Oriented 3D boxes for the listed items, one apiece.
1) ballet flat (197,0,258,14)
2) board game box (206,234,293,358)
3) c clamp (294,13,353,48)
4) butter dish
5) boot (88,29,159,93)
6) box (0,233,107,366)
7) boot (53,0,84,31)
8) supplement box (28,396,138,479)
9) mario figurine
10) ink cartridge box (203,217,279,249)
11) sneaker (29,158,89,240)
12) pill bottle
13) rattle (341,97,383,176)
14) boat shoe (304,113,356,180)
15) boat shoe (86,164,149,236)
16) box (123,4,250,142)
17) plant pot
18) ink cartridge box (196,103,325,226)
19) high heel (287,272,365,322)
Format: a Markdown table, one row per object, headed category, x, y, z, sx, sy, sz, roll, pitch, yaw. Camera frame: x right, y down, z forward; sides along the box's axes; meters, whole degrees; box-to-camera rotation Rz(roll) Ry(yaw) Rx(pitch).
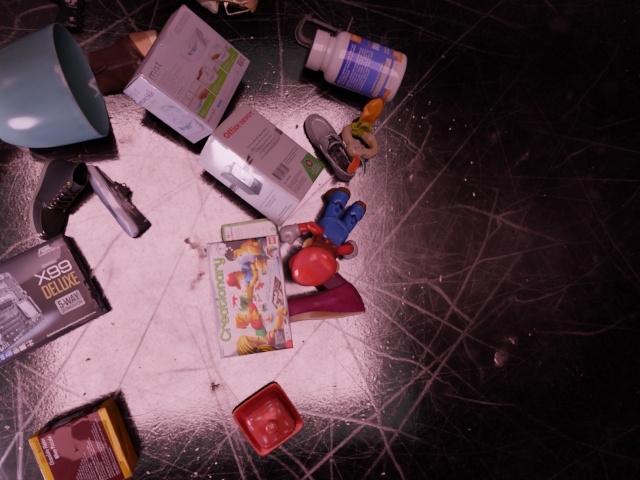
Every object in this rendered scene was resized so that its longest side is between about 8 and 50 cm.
| category | x | y | z | sx | sy | sz | roll | pitch | yaw |
| --- | --- | --- | --- | --- | --- | --- | --- | --- | --- |
| ballet flat | -0.284 | -0.690 | 1.649 | 0.206 | 0.073 | 0.067 | 1 | 101 | -7 |
| board game box | -0.187 | 0.146 | 1.506 | 0.193 | 0.053 | 0.305 | -8 | 86 | -8 |
| c clamp | 0.007 | -0.634 | 1.725 | 0.161 | 0.022 | 0.137 | 15 | 89 | -11 |
| butter dish | -0.139 | 0.506 | 1.582 | 0.160 | 0.118 | 0.160 | -34 | 93 | -11 |
| boot | -0.512 | -0.447 | 1.598 | 0.207 | 0.090 | 0.248 | -21 | 94 | 2 |
| box | -0.762 | 0.158 | 1.503 | 0.307 | 0.076 | 0.242 | -27 | 92 | -11 |
| boot | -0.715 | -0.640 | 1.576 | 0.121 | 0.045 | 0.099 | 13 | 88 | -10 |
| supplement box | -0.610 | 0.546 | 1.484 | 0.194 | 0.129 | 0.191 | -22 | 91 | -12 |
| mario figurine | 0.000 | 0.000 | 1.613 | 0.198 | 0.170 | 0.320 | 21 | 54 | 15 |
| ink cartridge box | -0.226 | -0.018 | 1.599 | 0.209 | 0.109 | 0.062 | -10 | 88 | -11 |
| sneaker | -0.688 | -0.109 | 1.504 | 0.118 | 0.083 | 0.222 | 4 | 84 | 27 |
| pill bottle | 0.101 | -0.516 | 1.667 | 0.272 | 0.152 | 0.152 | 18 | 84 | -10 |
| rattle | 0.137 | -0.291 | 1.633 | 0.143 | 0.199 | 0.130 | -30 | 115 | 30 |
| boat shoe | 0.037 | -0.281 | 1.678 | 0.079 | 0.081 | 0.227 | -35 | 94 | -11 |
| boat shoe | -0.552 | -0.119 | 1.564 | 0.076 | 0.080 | 0.228 | -37 | 90 | -29 |
| box | -0.349 | -0.440 | 1.517 | 0.231 | 0.127 | 0.262 | 34 | 61 | -29 |
| plant pot | -0.714 | -0.368 | 1.446 | 0.235 | 0.293 | 0.293 | -19 | 91 | -3 |
| ink cartridge box | -0.159 | -0.212 | 1.570 | 0.289 | 0.121 | 0.211 | 38 | 41 | -6 |
| high heel | -0.052 | 0.233 | 1.604 | 0.377 | 0.127 | 0.181 | -38 | 84 | -14 |
